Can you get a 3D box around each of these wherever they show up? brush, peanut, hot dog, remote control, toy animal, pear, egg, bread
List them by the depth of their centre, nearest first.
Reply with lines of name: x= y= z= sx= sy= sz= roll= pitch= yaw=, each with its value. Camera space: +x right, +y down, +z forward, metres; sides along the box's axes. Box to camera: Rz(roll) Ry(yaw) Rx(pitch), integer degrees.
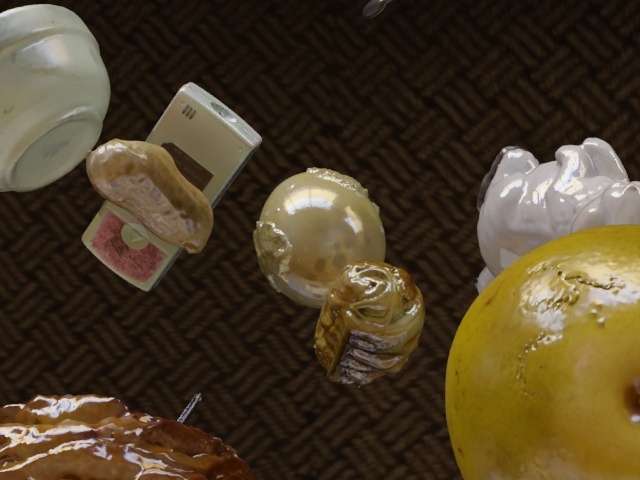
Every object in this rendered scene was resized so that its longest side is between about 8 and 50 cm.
bread: x=0.033 y=0.053 z=0.838 sx=0.060 sy=0.110 sz=0.066 roll=-34 pitch=73 yaw=-25
hot dog: x=-0.183 y=0.276 z=0.930 sx=0.267 sy=0.174 sz=0.387 roll=8 pitch=112 yaw=-15
pear: x=0.243 y=0.124 z=1.076 sx=0.285 sy=0.336 sz=0.285 roll=3 pitch=101 yaw=16
brush: x=0.072 y=-0.261 z=1.420 sx=0.083 sy=0.008 sz=0.024 roll=-17 pitch=56 yaw=53
toy animal: x=0.316 y=0.007 z=1.583 sx=0.194 sy=0.357 sz=0.257 roll=10 pitch=103 yaw=-14
egg: x=-0.002 y=-0.002 z=1.600 sx=0.164 sy=0.164 sz=0.201 roll=-34 pitch=36 yaw=9
peanut: x=-0.208 y=-0.061 z=1.647 sx=0.099 sy=0.214 sz=0.099 roll=-26 pitch=39 yaw=24
remote control: x=-0.232 y=-0.073 z=1.970 sx=0.145 sy=0.050 sz=0.344 roll=39 pitch=122 yaw=-2

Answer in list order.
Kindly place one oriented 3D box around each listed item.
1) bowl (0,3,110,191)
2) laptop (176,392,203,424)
bowl: x=-0.436 y=-0.187 z=1.916 sx=0.307 sy=0.307 sz=0.163 roll=-43 pitch=75 yaw=7
laptop: x=-0.236 y=0.315 z=1.912 sx=0.016 sy=0.180 sz=0.129 roll=34 pitch=137 yaw=2
